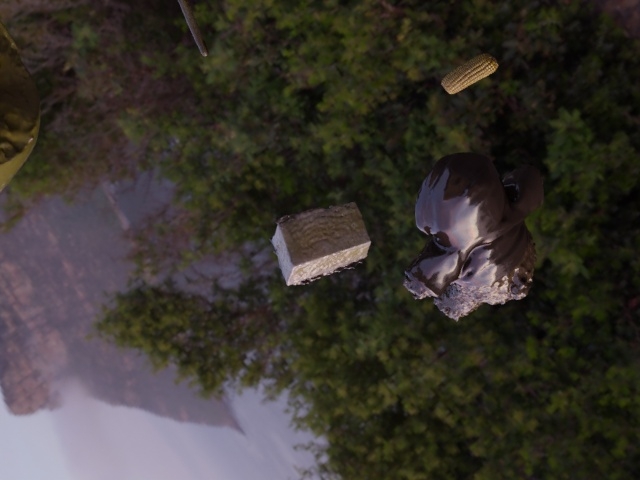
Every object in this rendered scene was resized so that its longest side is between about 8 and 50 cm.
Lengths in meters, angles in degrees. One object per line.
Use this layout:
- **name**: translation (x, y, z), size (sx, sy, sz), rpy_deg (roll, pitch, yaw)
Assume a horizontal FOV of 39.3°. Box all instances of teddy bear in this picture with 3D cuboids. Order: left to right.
- **teddy bear**: translation (0.111, 0.006, 0.605), size (0.078, 0.119, 0.160), rpy_deg (42, 173, 33)

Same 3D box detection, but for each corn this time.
- **corn**: translation (0.235, -0.264, 1.419), size (0.037, 0.092, 0.037), rpy_deg (50, -158, -28)

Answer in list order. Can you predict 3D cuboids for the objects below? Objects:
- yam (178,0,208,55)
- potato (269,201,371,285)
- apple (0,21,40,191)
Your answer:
- **yam**: translation (-0.176, -0.300, 1.226), size (0.107, 0.014, 0.014), rpy_deg (66, 167, 7)
- **potato**: translation (0.002, -0.001, 1.163), size (0.061, 0.122, 0.086), rpy_deg (109, 142, -68)
- **apple**: translation (-0.432, -0.147, 0.913), size (0.279, 0.279, 0.279), rpy_deg (48, 165, 18)
